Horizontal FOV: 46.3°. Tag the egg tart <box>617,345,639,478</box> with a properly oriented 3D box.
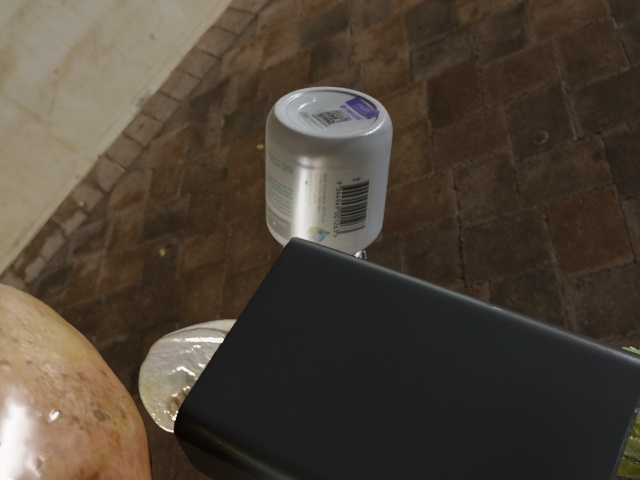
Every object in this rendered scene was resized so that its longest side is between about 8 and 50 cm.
[{"bbox_3d":[0.431,0.235,0.994,0.197,0.197,0.078,-41,-2,6],"label":"egg tart"}]

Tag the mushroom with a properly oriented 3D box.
[{"bbox_3d":[-0.177,0.223,1.208,0.173,0.162,0.236,4,104,19],"label":"mushroom"}]

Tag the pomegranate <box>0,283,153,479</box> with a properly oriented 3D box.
[{"bbox_3d":[-0.241,0.156,0.374,0.322,0.322,0.322,-21,47,25],"label":"pomegranate"}]

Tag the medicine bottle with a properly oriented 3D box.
[{"bbox_3d":[0.005,-0.049,0.837,0.135,0.215,0.135,2,36,-2],"label":"medicine bottle"}]

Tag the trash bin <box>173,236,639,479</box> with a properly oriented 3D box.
[{"bbox_3d":[0.052,0.110,0.444,0.225,0.115,0.165,23,61,16],"label":"trash bin"}]
